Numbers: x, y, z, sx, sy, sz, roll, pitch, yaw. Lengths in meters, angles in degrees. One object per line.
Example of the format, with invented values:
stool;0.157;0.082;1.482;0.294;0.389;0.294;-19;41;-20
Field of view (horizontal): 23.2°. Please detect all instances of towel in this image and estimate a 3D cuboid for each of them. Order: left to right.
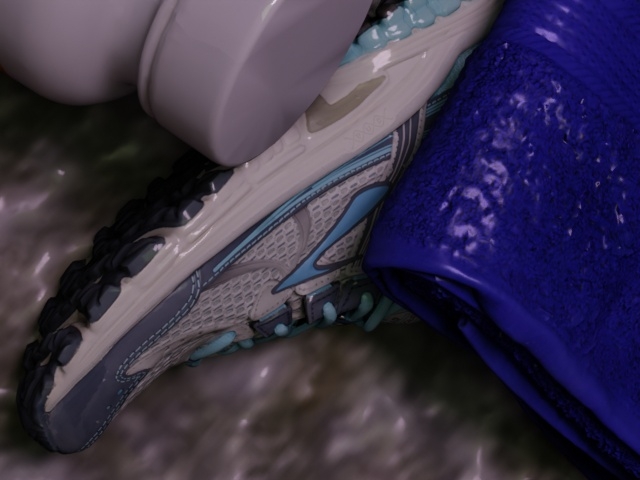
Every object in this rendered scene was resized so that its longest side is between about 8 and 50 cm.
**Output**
towel;0.160;-0.057;0.680;0.227;0.076;0.308;42;68;-40

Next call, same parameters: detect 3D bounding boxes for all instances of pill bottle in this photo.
pill bottle;-0.103;-0.135;0.577;0.245;0.136;0.136;35;72;13

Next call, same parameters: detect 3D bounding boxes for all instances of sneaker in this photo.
sneaker;0.000;0.000;0.652;0.283;0.110;0.122;-43;103;-17
